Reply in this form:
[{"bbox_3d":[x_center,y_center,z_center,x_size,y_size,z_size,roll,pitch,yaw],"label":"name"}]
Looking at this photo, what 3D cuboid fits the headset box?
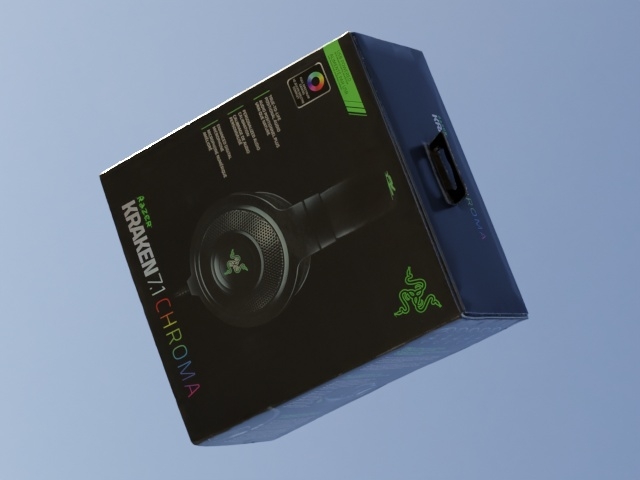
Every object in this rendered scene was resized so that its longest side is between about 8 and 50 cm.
[{"bbox_3d":[0.000,0.000,1.513,0.283,0.131,0.246,-27,-105,26],"label":"headset box"}]
